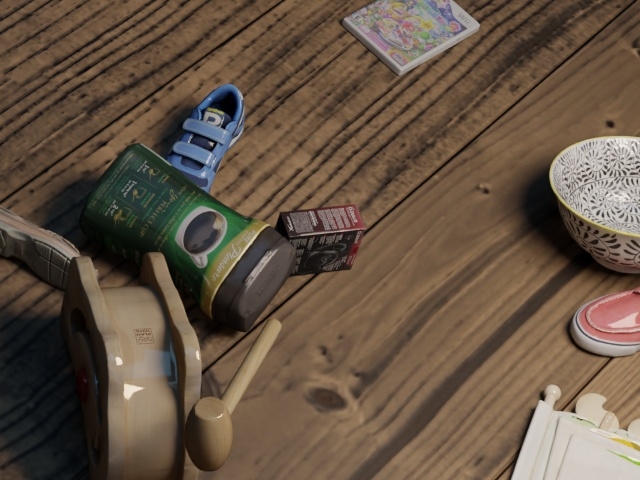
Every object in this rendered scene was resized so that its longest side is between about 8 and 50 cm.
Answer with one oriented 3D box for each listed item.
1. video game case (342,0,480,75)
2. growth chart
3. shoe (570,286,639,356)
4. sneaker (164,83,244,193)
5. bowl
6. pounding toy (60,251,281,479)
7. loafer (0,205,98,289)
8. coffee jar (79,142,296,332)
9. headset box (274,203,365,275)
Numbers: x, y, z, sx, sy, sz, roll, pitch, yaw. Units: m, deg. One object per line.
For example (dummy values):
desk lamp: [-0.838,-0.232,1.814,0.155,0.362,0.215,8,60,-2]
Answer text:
video game case: [0.094,-0.223,2.054,0.122,0.011,0.087,-32,65,-34]
growth chart: [0.275,0.228,1.726,0.237,0.021,0.172,29,49,9]
shoe: [0.319,0.053,1.842,0.178,0.081,0.063,-9,54,-22]
sneaker: [-0.111,-0.090,1.857,0.053,0.059,0.144,23,51,2]
bowl: [0.296,-0.021,1.886,0.170,0.080,0.170,3,35,-2]
pounding toy: [-0.118,0.124,1.634,0.154,0.154,0.269,-3,33,-18]
loafer: [-0.247,0.003,1.755,0.125,0.045,0.039,26,43,10]
coffee jar: [-0.116,-0.001,1.763,0.184,0.079,0.096,33,71,13]
headset box: [0.000,0.000,1.811,0.083,0.062,0.032,-8,55,-20]
